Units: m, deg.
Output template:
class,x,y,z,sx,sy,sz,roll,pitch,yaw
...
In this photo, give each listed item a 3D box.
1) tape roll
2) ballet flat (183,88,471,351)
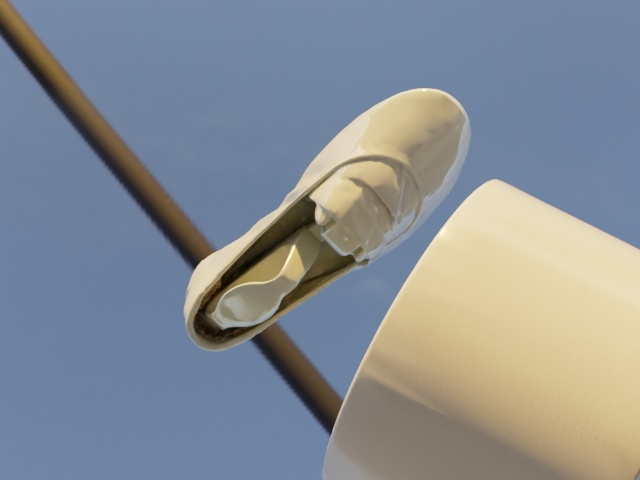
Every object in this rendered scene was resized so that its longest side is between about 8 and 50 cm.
class,x,y,z,sx,sy,sz,roll,pitch,yaw
tape roll,0.134,0.103,0.727,0.169,0.246,0.246,29,-86,17
ballet flat,0.000,0.000,1.167,0.400,0.139,0.139,-38,-87,26
